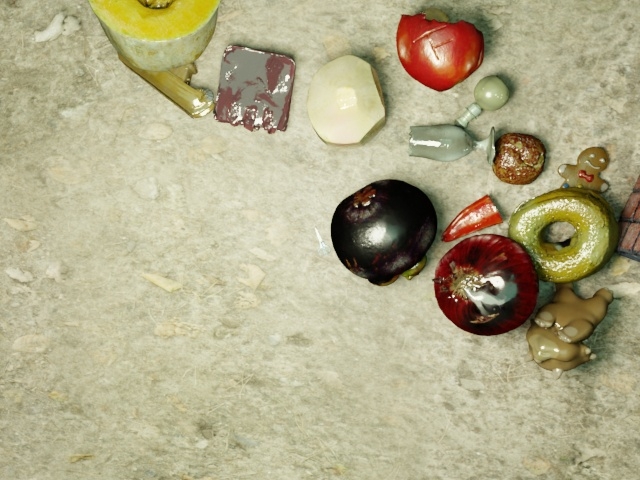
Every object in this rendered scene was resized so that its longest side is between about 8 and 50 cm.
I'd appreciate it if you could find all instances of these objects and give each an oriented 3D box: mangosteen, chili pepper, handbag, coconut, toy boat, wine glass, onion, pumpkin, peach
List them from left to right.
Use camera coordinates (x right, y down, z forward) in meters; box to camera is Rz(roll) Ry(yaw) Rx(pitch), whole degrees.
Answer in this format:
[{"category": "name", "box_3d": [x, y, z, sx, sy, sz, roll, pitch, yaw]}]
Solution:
[{"category": "pumpkin", "box_3d": [-0.418, -0.603, 1.518, 0.332, 0.199, 0.332, 2, 77, -9]}, {"category": "toy boat", "box_3d": [-0.415, -0.460, 1.609, 0.321, 0.089, 0.121, 38, 91, 3]}, {"category": "handbag", "box_3d": [-0.174, -0.402, 1.600, 0.203, 0.074, 0.216, 9, 97, 4]}, {"category": "coconut", "box_3d": [0.062, -0.347, 1.507, 0.197, 0.237, 0.237, -8, 94, 7]}, {"category": "mangosteen", "box_3d": [0.178, -0.004, 1.530, 0.275, 0.275, 0.302, -30, 124, 7]}, {"category": "peach", "box_3d": [0.297, -0.496, 1.495, 0.190, 0.196, 0.226, -37, 93, -26]}, {"category": "wine glass", "box_3d": [0.340, -0.251, 1.552, 0.222, 0.103, 0.103, 4, 95, 10]}, {"category": "chili pepper", "box_3d": [0.395, -0.045, 1.588, 0.169, 0.065, 0.088, -32, 75, 12]}, {"category": "onion", "box_3d": [0.441, 0.118, 1.531, 0.273, 0.285, 0.273, -17, 66, 44]}]

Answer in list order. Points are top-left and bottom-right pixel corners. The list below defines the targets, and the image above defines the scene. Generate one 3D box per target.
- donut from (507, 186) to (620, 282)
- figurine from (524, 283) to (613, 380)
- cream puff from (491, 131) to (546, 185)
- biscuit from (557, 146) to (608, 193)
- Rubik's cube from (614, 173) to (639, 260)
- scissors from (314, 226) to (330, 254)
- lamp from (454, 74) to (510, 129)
[{"category": "donut", "box_3d": [0.610, -0.012, 1.511, 0.272, 0.107, 0.272, 2, 95, 25]}, {"category": "figurine", "box_3d": [0.633, 0.240, 1.540, 0.177, 0.247, 0.173, 15, 134, 27]}, {"category": "cream puff", "box_3d": [0.520, -0.215, 1.548, 0.149, 0.084, 0.149, 0, 96, 4]}, {"category": "biscuit", "box_3d": [0.687, -0.153, 1.566, 0.138, 0.031, 0.205, 29, 95, 2]}, {"category": "Rubik's cube", "box_3d": [0.952, -0.056, 1.395, 0.337, 0.344, 0.343, 23, 98, 3]}, {"category": "scissors", "box_3d": [0.000, 0.000, 1.649, 0.036, 0.006, 0.083, -21, 92, 8]}, {"category": "lamp", "box_3d": [0.415, -0.353, 1.554, 0.091, 0.091, 0.163, 45, 114, 0]}]
